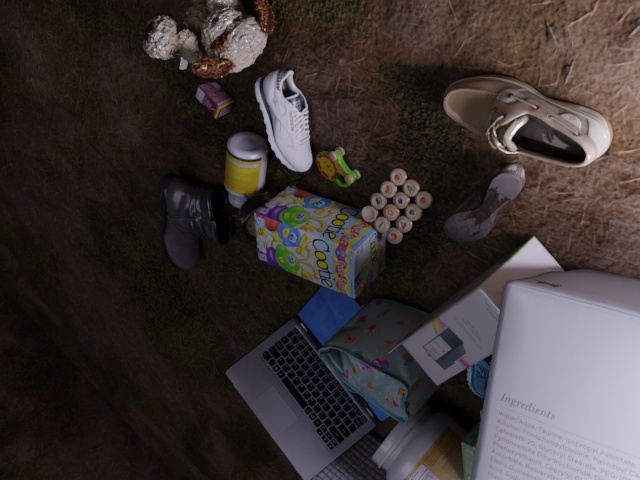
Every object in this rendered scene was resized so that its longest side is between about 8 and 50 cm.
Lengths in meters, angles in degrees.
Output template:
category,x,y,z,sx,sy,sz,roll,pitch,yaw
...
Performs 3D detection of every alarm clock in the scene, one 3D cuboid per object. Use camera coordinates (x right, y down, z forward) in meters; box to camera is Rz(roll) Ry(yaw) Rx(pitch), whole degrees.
category,x,y,z,sx,sy,sz,roll,pitch,yaw
alarm clock,-0.134,-0.051,1.761,0.192,0.129,0.064,49,-170,-48

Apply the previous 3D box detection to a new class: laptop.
category,x,y,z,sx,sy,sz,roll,pitch,yaw
laptop,-0.004,0.373,1.839,0.382,0.408,0.236,51,175,11

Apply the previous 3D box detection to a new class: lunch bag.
category,x,y,z,sx,sy,sz,roll,pitch,yaw
lunch bag,0.155,0.256,1.601,0.262,0.223,0.160,24,139,33

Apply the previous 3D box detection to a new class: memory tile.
category,x,y,z,sx,sy,sz,roll,pitch,yaw
memory tile,0.161,-0.072,1.482,0.113,0.012,0.148,45,123,13

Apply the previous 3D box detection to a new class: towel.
category,x,y,z,sx,sy,sz,roll,pitch,yaw
towel,0.129,0.680,1.945,0.283,0.235,0.121,30,140,29

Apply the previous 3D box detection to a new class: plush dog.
category,x,y,z,sx,sy,sz,roll,pitch,yaw
plush dog,-0.215,-0.438,1.499,0.225,0.262,0.210,35,173,37

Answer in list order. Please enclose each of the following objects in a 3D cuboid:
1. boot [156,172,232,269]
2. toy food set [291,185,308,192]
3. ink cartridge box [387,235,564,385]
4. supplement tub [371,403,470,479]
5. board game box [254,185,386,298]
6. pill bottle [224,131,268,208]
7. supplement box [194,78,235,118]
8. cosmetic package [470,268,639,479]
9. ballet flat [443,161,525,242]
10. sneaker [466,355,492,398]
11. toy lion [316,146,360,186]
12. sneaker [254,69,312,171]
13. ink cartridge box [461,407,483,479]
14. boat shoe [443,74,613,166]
category,x,y,z,sx,sy,sz,roll,pitch,yaw
boot,-0.355,-0.022,2.020,0.222,0.118,0.338,20,136,29
toy food set,-0.051,-0.094,1.716,0.083,0.020,0.082,32,137,26
ink cartridge box,0.305,0.159,1.385,0.119,0.207,0.353,50,143,7
supplement tub,0.303,0.563,1.676,0.316,0.228,0.228,39,140,18
board game box,0.000,0.000,1.615,0.275,0.142,0.144,20,131,28
pill bottle,-0.187,-0.171,1.732,0.103,0.103,0.184,35,138,23
supplement box,-0.260,-0.349,1.713,0.083,0.055,0.043,48,142,9
cosmetic package,0.472,0.273,1.096,0.327,0.329,0.394,15,102,39
ballet flat,0.314,-0.074,1.332,0.084,0.058,0.250,28,146,-2
sneaker,0.364,0.284,1.537,0.073,0.063,0.162,1,118,42
toy lion,0.033,-0.163,1.572,0.100,0.034,0.096,55,149,-2
sneaker,-0.065,-0.264,1.556,0.095,0.090,0.235,-8,114,38
ink cartridge box,0.375,0.403,1.527,0.056,0.171,0.235,15,128,39
boat shoe,0.329,-0.200,1.176,0.302,0.098,0.109,27,135,30
